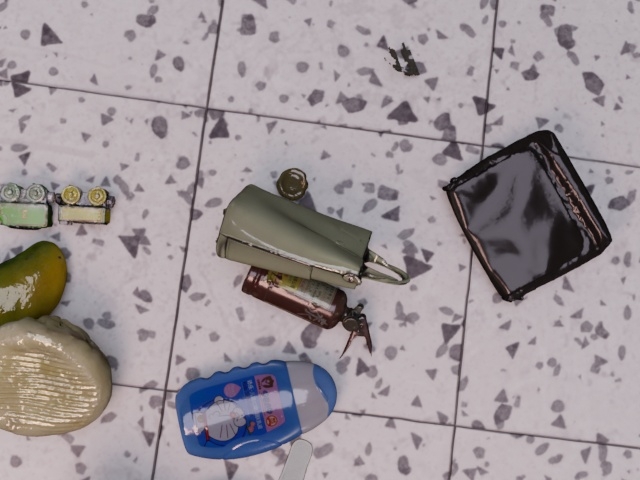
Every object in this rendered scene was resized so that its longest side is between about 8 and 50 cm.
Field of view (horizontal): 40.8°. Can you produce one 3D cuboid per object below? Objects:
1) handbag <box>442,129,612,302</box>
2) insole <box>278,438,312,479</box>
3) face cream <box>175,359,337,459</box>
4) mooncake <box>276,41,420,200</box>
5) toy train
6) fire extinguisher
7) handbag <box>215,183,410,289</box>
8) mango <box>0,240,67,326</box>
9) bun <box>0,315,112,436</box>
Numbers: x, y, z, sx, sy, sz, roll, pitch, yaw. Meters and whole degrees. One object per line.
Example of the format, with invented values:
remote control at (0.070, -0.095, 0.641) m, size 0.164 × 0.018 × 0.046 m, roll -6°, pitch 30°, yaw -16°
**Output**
handbag at (0.359, -0.043, 1.506) m, size 0.223 × 0.080 × 0.246 m, roll -29°, pitch 88°, yaw 1°
insole at (-0.048, 0.412, 1.456) m, size 0.053 × 0.002 × 0.152 m, roll 18°, pitch 82°, yaw -1°
face cream at (-0.101, 0.277, 1.430) m, size 0.264 × 0.083 × 0.149 m, roll -13°, pitch 87°, yaw -5°
mooncake at (0.050, -0.213, 1.515) m, size 0.347 × 0.057 × 0.150 m, roll -31°, pitch 98°, yaw -10°
toy train at (-0.453, -0.056, 1.465) m, size 0.202 × 0.060 × 0.081 m, roll 2°, pitch 90°, yaw -3°
fire extinguisher at (-0.012, 0.115, 1.473) m, size 0.252 × 0.106 × 0.075 m, roll 24°, pitch 40°, yaw -1°
handbag at (0.000, 0.000, 1.404) m, size 0.315 × 0.241 × 0.109 m, roll 13°, pitch 108°, yaw 4°
mango at (-0.502, 0.089, 1.427) m, size 0.191 × 0.085 × 0.122 m, roll -32°, pitch 82°, yaw -10°
bun at (-0.447, 0.206, 1.386) m, size 0.231 × 0.133 × 0.231 m, roll -2°, pitch 117°, yaw -4°
